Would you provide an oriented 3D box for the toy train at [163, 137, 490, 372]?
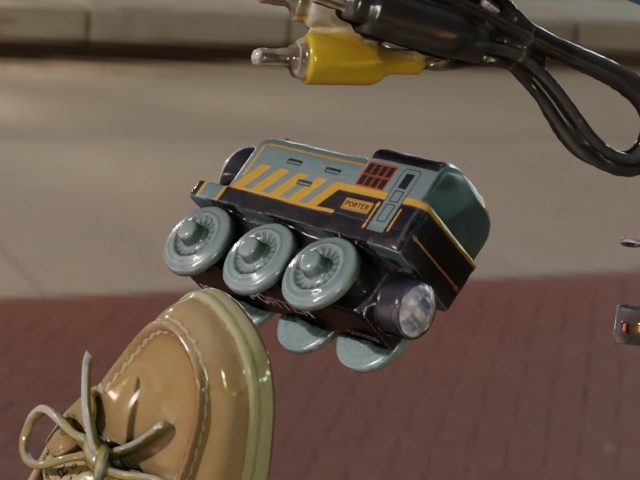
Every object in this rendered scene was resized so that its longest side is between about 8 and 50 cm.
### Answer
[{"bbox_3d":[0.000,0.000,1.715,0.334,0.190,0.142,14,-27,47],"label":"toy train"}]

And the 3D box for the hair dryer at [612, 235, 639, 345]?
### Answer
[{"bbox_3d":[0.401,0.015,1.631,0.293,0.080,0.223,0,28,16],"label":"hair dryer"}]

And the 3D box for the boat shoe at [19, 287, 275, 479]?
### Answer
[{"bbox_3d":[-0.109,0.149,0.896,0.089,0.285,0.104,3,30,-41],"label":"boat shoe"}]

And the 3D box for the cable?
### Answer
[{"bbox_3d":[0.102,-0.137,1.205,0.287,0.139,0.072,17,1,-19],"label":"cable"}]

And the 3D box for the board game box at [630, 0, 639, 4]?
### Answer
[{"bbox_3d":[0.187,-0.294,1.011,0.242,0.316,0.064,27,-8,29],"label":"board game box"}]
